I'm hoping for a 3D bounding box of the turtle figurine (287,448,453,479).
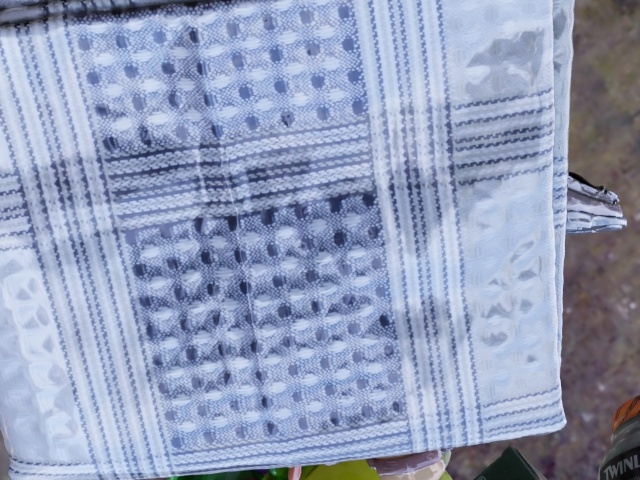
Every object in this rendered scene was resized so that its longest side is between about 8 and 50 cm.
[{"bbox_3d":[0.064,0.193,1.085,0.270,0.217,0.087,-13,-175,0],"label":"turtle figurine"}]

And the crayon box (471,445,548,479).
[{"bbox_3d":[0.274,0.431,1.725,0.202,0.318,0.081,-43,-140,4],"label":"crayon box"}]

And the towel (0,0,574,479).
[{"bbox_3d":[-0.030,-0.018,0.623,0.312,0.324,0.056,-5,-152,2],"label":"towel"}]

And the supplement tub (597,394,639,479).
[{"bbox_3d":[0.397,0.328,1.367,0.194,0.194,0.316,-32,-139,37],"label":"supplement tub"}]

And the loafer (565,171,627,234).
[{"bbox_3d":[0.300,-0.050,1.522,0.096,0.084,0.267,-6,177,27],"label":"loafer"}]

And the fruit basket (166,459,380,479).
[{"bbox_3d":[-0.019,0.273,1.375,0.392,0.283,0.392,-161,-90,-72],"label":"fruit basket"}]
